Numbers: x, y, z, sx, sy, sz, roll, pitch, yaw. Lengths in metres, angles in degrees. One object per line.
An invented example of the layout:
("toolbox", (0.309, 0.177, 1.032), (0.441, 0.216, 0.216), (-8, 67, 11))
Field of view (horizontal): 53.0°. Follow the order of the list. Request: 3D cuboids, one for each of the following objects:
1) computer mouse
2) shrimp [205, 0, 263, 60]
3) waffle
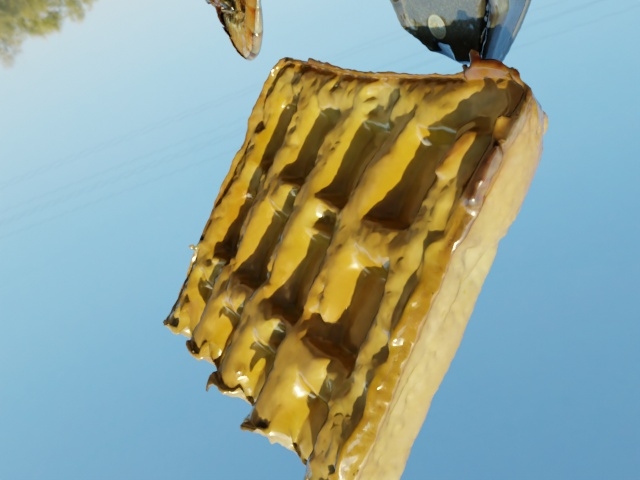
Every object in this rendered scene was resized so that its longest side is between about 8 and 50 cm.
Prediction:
("computer mouse", (0.091, -0.216, 0.411), (0.071, 0.231, 0.126), (-33, -137, -14))
("shrimp", (-0.104, -0.308, 0.756), (0.035, 0.147, 0.195), (-17, -132, -18))
("waffle", (-0.001, 0.000, 0.516), (0.348, 0.078, 0.304), (30, -83, 57))
